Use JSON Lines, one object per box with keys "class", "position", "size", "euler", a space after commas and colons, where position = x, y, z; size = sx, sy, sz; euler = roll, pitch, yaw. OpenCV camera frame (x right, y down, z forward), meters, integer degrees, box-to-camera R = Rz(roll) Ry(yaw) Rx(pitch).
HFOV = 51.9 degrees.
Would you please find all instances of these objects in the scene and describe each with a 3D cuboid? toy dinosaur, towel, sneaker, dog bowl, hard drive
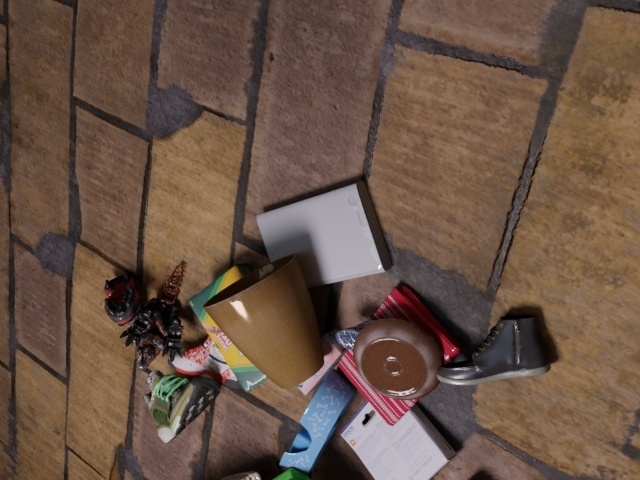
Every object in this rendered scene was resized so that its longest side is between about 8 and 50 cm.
{"class": "toy dinosaur", "position": [-0.461, 0.222, 1.843], "size": [0.165, 0.218, 0.321], "euler": [0, 107, -8]}
{"class": "towel", "position": [0.168, 0.256, 1.455], "size": [0.199, 0.031, 0.274], "euler": [48, 123, 24]}
{"class": "sneaker", "position": [0.098, 0.203, 1.446], "size": [0.135, 0.058, 0.052], "euler": [-13, 105, 29]}
{"class": "sneaker", "position": [-0.559, 0.193, 1.894], "size": [0.276, 0.098, 0.135], "euler": [-143, 33, -67]}
{"class": "sneaker", "position": [-0.416, 0.435, 1.824], "size": [0.182, 0.158, 0.410], "euler": [46, 142, 4]}
{"class": "sneaker", "position": [-0.307, 0.301, 1.805], "size": [0.270, 0.090, 0.144], "euler": [10, 110, 30]}
{"class": "dog bowl", "position": [-0.003, 0.446, 1.590], "size": [0.074, 0.166, 0.297], "euler": [30, 121, 12]}
{"class": "hard drive", "position": [0.000, 0.000, 1.514], "size": [0.308, 0.040, 0.202], "euler": [-15, 96, 39]}
{"class": "sneaker", "position": [0.333, 0.215, 1.312], "size": [0.222, 0.083, 0.118], "euler": [-13, 91, 20]}

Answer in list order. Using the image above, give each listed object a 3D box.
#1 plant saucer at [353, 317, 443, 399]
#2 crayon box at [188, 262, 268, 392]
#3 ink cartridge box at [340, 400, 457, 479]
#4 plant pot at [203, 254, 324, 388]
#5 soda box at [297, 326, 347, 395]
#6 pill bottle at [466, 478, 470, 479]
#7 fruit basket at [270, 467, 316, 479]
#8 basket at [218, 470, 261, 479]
{"class": "plant saucer", "position": [0.158, 0.260, 1.387], "size": [0.199, 0.036, 0.198], "euler": [8, 114, 18]}
{"class": "crayon box", "position": [-0.186, 0.216, 1.657], "size": [0.165, 0.081, 0.278], "euler": [-37, 81, 14]}
{"class": "ink cartridge box", "position": [0.174, 0.471, 1.529], "size": [0.224, 0.045, 0.223], "euler": [50, 127, 24]}
{"class": "plant pot", "position": [-0.101, 0.197, 1.500], "size": [0.237, 0.237, 0.254], "euler": [-23, 100, 39]}
{"class": "soda box", "position": [0.001, 0.294, 1.597], "size": [0.063, 0.058, 0.183], "euler": [45, 125, 16]}
{"class": "pill bottle", "position": [0.378, 0.626, 1.380], "size": [0.246, 0.136, 0.136], "euler": [38, 124, 20]}
{"class": "fruit basket", "position": [-0.052, 0.786, 1.569], "size": [0.393, 0.283, 0.391], "euler": [-1, 113, -3]}
{"class": "basket", "position": [-0.244, 0.823, 1.761], "size": [0.328, 0.267, 0.331], "euler": [57, 148, 7]}
